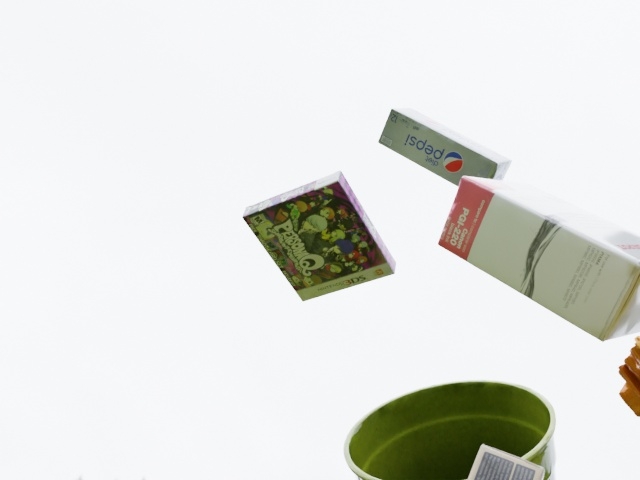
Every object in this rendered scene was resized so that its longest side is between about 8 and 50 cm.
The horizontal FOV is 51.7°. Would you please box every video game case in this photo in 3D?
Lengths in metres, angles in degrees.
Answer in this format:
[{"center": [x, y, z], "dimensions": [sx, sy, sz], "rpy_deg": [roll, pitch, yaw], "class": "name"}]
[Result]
[{"center": [0.000, 0.000, 1.251], "dimensions": [0.210, 0.041, 0.232], "rpy_deg": [-19, -59, 24], "class": "video game case"}]

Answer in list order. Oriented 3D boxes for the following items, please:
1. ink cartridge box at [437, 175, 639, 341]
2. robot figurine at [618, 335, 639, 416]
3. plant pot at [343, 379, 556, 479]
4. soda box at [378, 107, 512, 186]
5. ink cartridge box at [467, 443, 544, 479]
[{"center": [0.266, 0.013, 0.729], "dimensions": [0.218, 0.159, 0.092], "rpy_deg": [33, -67, 41], "class": "ink cartridge box"}, {"center": [0.376, 0.093, 0.462], "dimensions": [0.291, 0.211, 0.085], "rpy_deg": [-16, -38, -11], "class": "robot figurine"}, {"center": [0.259, 0.488, 1.170], "dimensions": [0.367, 0.366, 0.352], "rpy_deg": [-10, -80, 25], "class": "plant pot"}, {"center": [0.279, -0.203, 1.501], "dimensions": [0.286, 0.098, 0.091], "rpy_deg": [33, -63, 25], "class": "soda box"}, {"center": [0.209, 0.415, 0.843], "dimensions": [0.088, 0.193, 0.234], "rpy_deg": [14, -50, 25], "class": "ink cartridge box"}]
